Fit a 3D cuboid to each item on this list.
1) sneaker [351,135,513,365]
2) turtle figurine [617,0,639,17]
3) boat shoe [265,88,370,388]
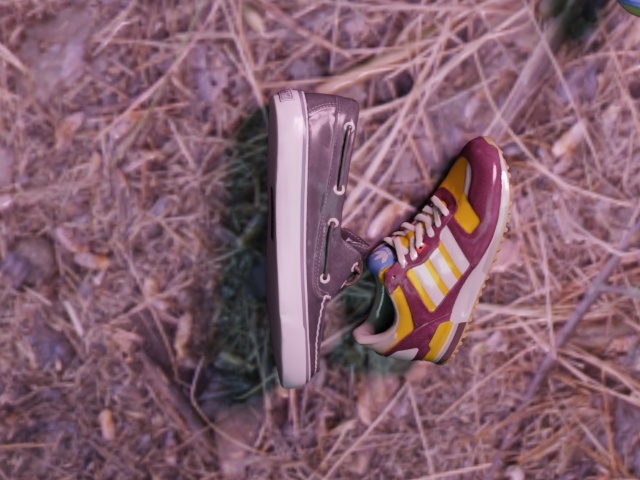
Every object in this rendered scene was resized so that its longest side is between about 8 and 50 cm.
[{"bbox_3d":[0.082,0.007,1.274,0.084,0.069,0.185,10,107,-19],"label":"sneaker"},{"bbox_3d":[0.291,-0.284,1.143,0.198,0.275,0.266,-20,112,-40],"label":"turtle figurine"},{"bbox_3d":[0.000,0.000,1.258,0.076,0.080,0.228,-2,103,-8],"label":"boat shoe"}]
